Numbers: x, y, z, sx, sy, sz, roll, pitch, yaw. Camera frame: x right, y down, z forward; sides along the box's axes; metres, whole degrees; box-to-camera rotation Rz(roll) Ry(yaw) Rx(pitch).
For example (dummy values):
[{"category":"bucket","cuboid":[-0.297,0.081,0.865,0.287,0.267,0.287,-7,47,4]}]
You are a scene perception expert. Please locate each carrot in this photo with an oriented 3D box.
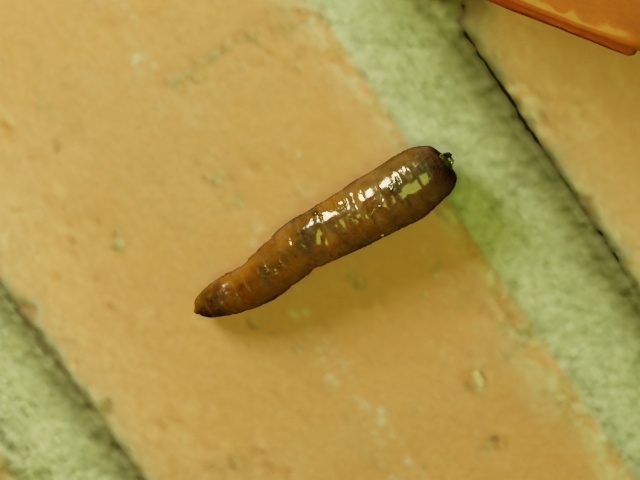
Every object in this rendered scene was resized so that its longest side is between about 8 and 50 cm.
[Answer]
[{"category":"carrot","cuboid":[-0.001,-0.001,0.896,0.165,0.036,0.036,-30,102,16]}]

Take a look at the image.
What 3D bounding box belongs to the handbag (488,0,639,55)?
[{"category":"handbag","cuboid":[0.098,-0.322,0.749,0.303,0.116,0.410,22,109,-4]}]
